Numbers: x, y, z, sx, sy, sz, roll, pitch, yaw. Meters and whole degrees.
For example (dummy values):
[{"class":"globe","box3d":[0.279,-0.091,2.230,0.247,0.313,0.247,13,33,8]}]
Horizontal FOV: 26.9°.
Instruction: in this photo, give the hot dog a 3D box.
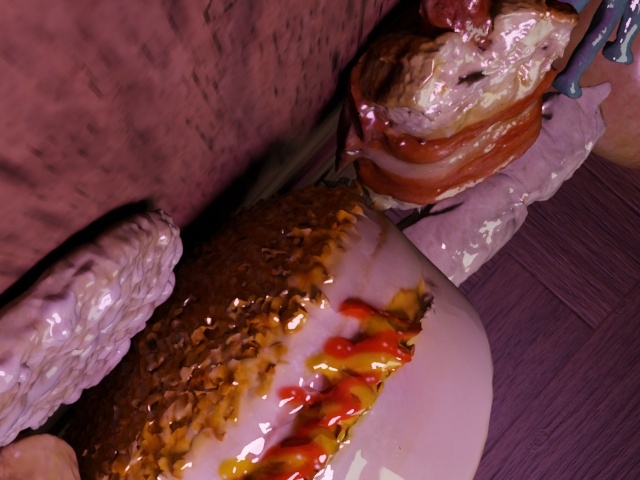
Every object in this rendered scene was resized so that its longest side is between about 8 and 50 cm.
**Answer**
[{"class":"hot dog","box3d":[0.074,-0.097,0.810,0.146,0.103,0.213,-25,161,-15]}]

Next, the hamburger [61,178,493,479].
[{"class":"hamburger","box3d":[-0.039,0.096,0.756,0.276,0.179,0.294,-52,-164,3]}]

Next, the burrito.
[{"class":"burrito","box3d":[0.080,0.009,1.022,0.392,0.076,0.117,-42,171,-21]}]

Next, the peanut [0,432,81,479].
[{"class":"peanut","box3d":[-0.181,0.171,0.621,0.194,0.093,0.083,-45,-158,-11]}]

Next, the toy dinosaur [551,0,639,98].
[{"class":"toy dinosaur","box3d":[0.240,-0.281,0.974,0.383,0.129,0.331,-41,162,-54]}]

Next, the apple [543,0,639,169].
[{"class":"apple","box3d":[0.320,-0.207,1.304,0.234,0.257,0.257,-53,175,28]}]

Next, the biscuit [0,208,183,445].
[{"class":"biscuit","box3d":[-0.114,0.046,0.556,0.133,0.032,0.250,-50,176,26]}]

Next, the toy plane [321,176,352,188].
[{"class":"toy plane","box3d":[0.000,0.000,1.102,0.286,0.092,0.108,-26,136,-83]}]
